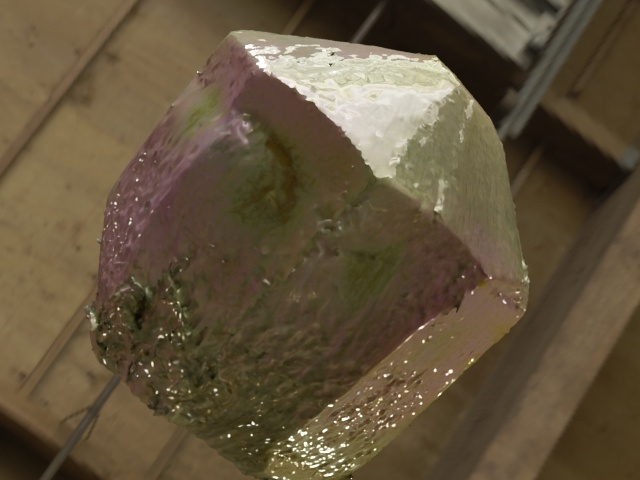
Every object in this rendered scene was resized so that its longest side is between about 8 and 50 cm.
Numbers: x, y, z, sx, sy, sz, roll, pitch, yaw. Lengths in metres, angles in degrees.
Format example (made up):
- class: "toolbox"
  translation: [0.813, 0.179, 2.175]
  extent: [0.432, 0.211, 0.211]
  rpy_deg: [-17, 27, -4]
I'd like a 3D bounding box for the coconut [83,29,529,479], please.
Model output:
- class: "coconut"
  translation: [0.000, 0.000, 1.004]
  extent: [0.233, 0.233, 0.245]
  rpy_deg: [40, -76, -2]
